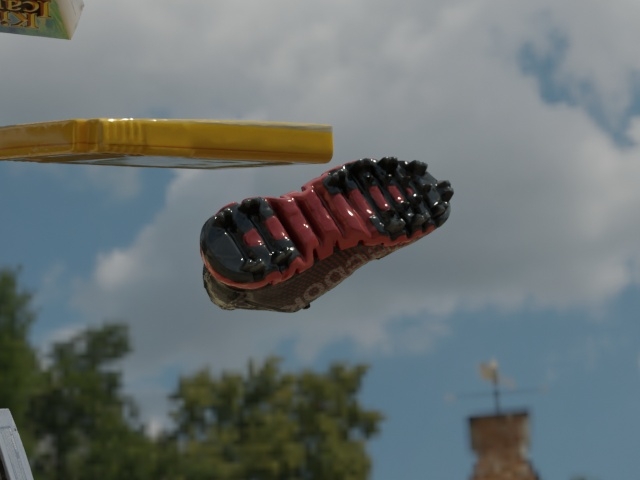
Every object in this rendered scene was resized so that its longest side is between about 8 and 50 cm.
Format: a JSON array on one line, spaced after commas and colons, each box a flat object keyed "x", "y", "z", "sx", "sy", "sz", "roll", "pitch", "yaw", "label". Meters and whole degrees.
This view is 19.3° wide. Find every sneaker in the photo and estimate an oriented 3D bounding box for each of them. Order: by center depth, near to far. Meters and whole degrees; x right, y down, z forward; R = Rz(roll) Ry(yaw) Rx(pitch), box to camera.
[{"x": 0.000, "y": 0.000, "z": 1.838, "sx": 0.276, "sy": 0.098, "sz": 0.135, "roll": -18, "pitch": -25, "yaw": -26, "label": "sneaker"}]

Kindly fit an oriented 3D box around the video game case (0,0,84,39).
[{"x": -0.426, "y": -0.334, "z": 2.132, "sx": 0.269, "sy": 0.061, "sz": 0.244, "roll": 7, "pitch": -30, "yaw": 12, "label": "video game case"}]

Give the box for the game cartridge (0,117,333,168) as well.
[{"x": -0.194, "y": -0.111, "z": 2.204, "sx": 0.323, "sy": 0.053, "sz": 0.285, "roll": -2, "pitch": 1, "yaw": -33, "label": "game cartridge"}]

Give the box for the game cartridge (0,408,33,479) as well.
[{"x": -0.215, "y": 0.157, "z": 1.302, "sx": 0.017, "sy": 0.083, "sz": 0.056, "roll": -19, "pitch": -7, "yaw": 9, "label": "game cartridge"}]
